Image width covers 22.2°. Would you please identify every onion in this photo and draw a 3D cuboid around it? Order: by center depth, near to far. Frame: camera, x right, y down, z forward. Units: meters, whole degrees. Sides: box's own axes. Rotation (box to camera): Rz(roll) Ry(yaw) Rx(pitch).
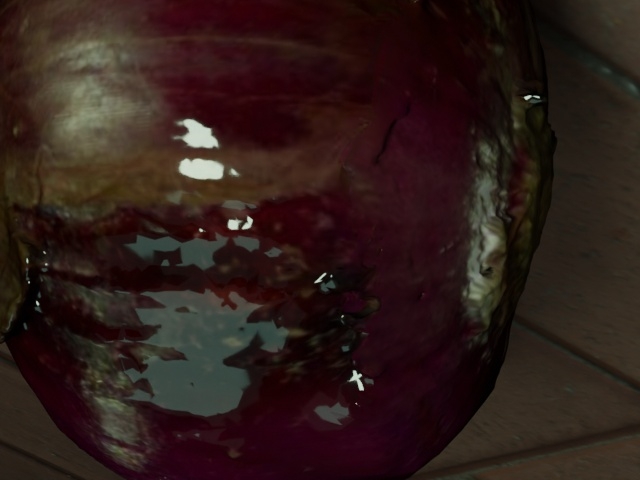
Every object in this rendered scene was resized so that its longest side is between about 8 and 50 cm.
[{"bbox_3d":[-0.074,-0.040,0.811,0.385,0.348,0.348,8,153,18],"label":"onion"}]
